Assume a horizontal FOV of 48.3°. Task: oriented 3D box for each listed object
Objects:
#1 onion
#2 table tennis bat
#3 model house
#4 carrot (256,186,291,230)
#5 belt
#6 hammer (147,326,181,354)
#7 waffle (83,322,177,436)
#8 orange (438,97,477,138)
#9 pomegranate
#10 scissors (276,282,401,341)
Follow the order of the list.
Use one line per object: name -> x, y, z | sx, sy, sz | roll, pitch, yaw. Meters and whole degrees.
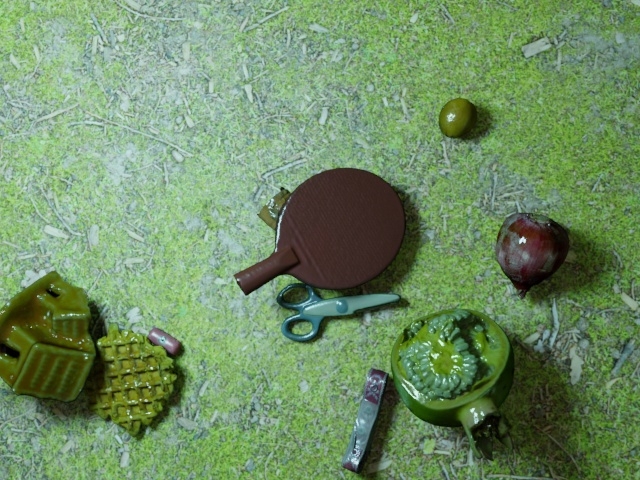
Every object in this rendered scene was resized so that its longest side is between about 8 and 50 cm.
onion -> 0.453, 0.036, 1.558 | 0.159, 0.159, 0.195 | 14, 108, 8
table tennis bat -> 0.000, 0.000, 1.586 | 0.414, 0.051, 0.268 | -30, 89, -9
model house -> -0.617, 0.232, 1.637 | 0.239, 0.173, 0.268 | 27, 93, 20
carrot -> -0.029, 0.000, 1.651 | 0.102, 0.102, 0.263 | -42, 88, 2
belt -> 0.105, 0.405, 1.609 | 0.053, 0.071, 0.232 | 15, 85, 14
hammer -> -0.369, 0.238, 1.689 | 0.083, 0.043, 0.043 | 31, 90, 10
waffle -> -0.462, 0.324, 1.678 | 0.237, 0.059, 0.243 | 37, 100, 6
orange -> 0.311, -0.278, 1.627 | 0.085, 0.085, 0.095 | 35, 94, 8
pomegranate -> 0.290, 0.294, 1.490 | 0.260, 0.260, 0.341 | -23, 53, 5
scissors -> 0.043, 0.153, 1.646 | 0.288, 0.041, 0.138 | -9, 86, 10
